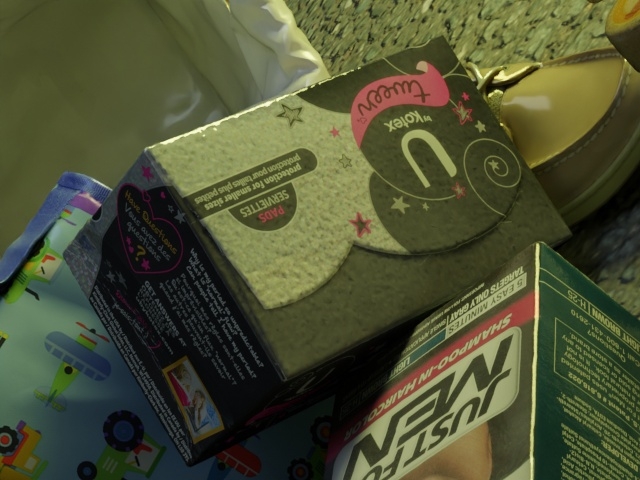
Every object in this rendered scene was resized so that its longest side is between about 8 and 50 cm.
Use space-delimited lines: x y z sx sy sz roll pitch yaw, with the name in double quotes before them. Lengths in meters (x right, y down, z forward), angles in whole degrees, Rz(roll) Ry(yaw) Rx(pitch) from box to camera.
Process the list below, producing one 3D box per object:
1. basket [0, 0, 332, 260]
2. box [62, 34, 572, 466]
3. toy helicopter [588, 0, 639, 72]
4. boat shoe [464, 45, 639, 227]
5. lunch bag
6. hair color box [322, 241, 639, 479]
"basket" -0.197 -0.100 1.484 0.331 0.328 0.266 -34 -17 -7
"box" 0.000 0.000 1.216 0.247 0.163 0.142 -24 -13 -38
"toy helicopter" 0.242 -0.214 1.228 0.235 0.140 0.355 -35 19 31
"boat shoe" 0.113 -0.064 1.321 0.302 0.098 0.109 -25 41 56
"lunch bag" -0.118 0.113 1.270 0.221 0.293 0.138 -58 22 -17
"hair color box" 0.082 0.176 1.021 0.174 0.105 0.347 -39 25 31
